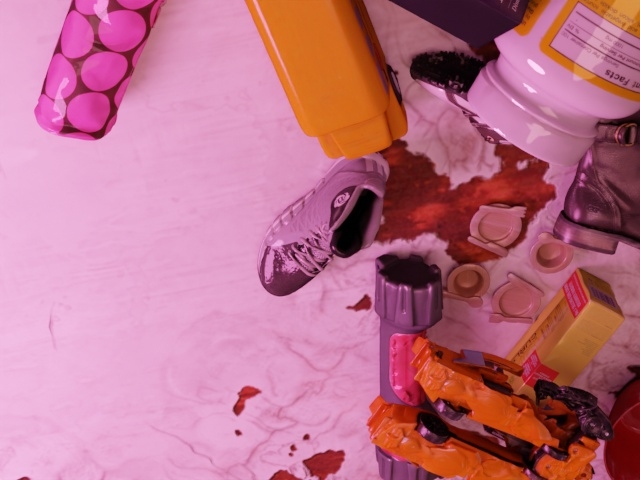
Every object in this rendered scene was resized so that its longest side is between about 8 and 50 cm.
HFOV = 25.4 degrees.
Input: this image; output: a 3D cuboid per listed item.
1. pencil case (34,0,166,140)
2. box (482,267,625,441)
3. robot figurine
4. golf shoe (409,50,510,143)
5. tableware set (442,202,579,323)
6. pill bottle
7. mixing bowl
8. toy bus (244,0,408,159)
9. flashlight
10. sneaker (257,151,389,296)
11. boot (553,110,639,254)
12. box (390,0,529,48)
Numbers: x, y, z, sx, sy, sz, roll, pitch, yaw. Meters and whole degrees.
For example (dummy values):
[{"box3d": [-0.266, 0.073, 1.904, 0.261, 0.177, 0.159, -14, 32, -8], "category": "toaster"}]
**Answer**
[{"box3d": [-0.242, -0.211, 1.577, 0.098, 0.095, 0.209, 11, 122, -29], "category": "pencil case"}, {"box3d": [0.291, 0.151, 1.820, 0.058, 0.087, 0.232, 28, 116, -18], "category": "box"}, {"box3d": [0.216, 0.232, 1.757, 0.291, 0.085, 0.211, 24, 115, -21], "category": "robot figurine"}, {"box3d": [0.190, -0.152, 1.644, 0.198, 0.077, 0.094, 19, 135, 0], "category": "golf shoe"}, {"box3d": [0.235, 0.033, 1.785, 0.141, 0.020, 0.168, 19, 117, -14], "category": "tableware set"}, {"box3d": [0.297, -0.249, 1.463, 0.188, 0.188, 0.334, 25, 115, -17], "category": "pill bottle"}, {"box3d": [0.451, 0.243, 1.875, 0.181, 0.098, 0.181, -2, 121, -3], "category": "mixing bowl"}, {"box3d": [-0.004, -0.233, 1.549, 0.108, 0.130, 0.332, -18, 119, 11], "category": "toy bus"}, {"box3d": [0.119, 0.170, 1.809, 0.103, 0.103, 0.304, -1, 121, -2], "category": "flashlight"}, {"box3d": [0.000, 0.000, 1.686, 0.086, 0.132, 0.228, 29, 114, -19], "category": "sneaker"}, {"box3d": [0.407, -0.093, 1.690, 0.263, 0.091, 0.229, 6, 111, -15], "category": "boot"}, {"box3d": [0.144, -0.356, 1.429, 0.184, 0.103, 0.261, 24, 74, -15], "category": "box"}]
